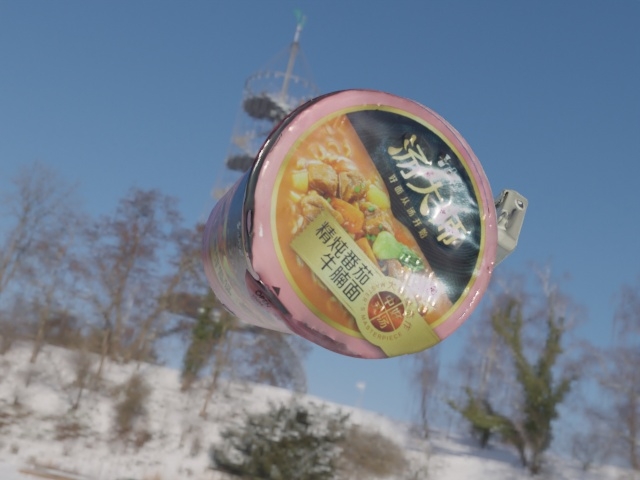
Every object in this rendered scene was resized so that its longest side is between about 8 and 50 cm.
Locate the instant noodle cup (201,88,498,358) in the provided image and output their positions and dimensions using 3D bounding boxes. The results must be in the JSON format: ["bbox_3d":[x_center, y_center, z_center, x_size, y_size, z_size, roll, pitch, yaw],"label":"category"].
[{"bbox_3d":[0.000,0.000,0.904,0.243,0.244,0.255,19,-15,-20],"label":"instant noodle cup"}]

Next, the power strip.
[{"bbox_3d":[0.162,0.019,1.052,0.035,0.081,0.192,33,-42,-6],"label":"power strip"}]
